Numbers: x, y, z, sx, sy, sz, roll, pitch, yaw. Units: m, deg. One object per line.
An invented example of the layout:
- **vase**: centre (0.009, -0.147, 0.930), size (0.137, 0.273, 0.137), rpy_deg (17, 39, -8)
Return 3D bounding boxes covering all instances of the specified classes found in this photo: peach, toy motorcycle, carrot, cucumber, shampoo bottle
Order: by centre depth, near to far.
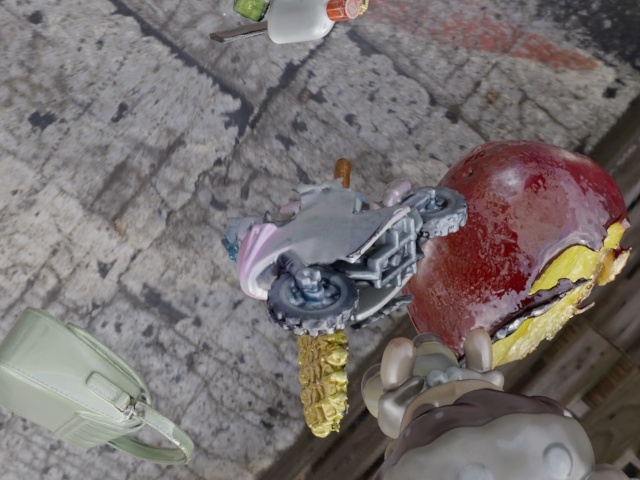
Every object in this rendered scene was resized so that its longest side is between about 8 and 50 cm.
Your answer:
- **toy motorcycle**: centre (-0.001, -0.006, 0.732), size (0.239, 0.204, 0.108), rpy_deg (-17, 115, -48)
- **peach**: centre (0.319, 0.044, 1.353), size (0.339, 0.353, 0.416), rpy_deg (8, 92, -51)
- **carrot**: centre (0.037, -0.104, 1.362), size (0.032, 0.093, 0.032), rpy_deg (0, 140, 0)
- **shampoo bottle**: centre (-0.017, -0.453, 1.587), size (0.051, 0.221, 0.108), rpy_deg (10, 88, -46)
- **cucumber**: centre (-0.141, -0.523, 1.692), size (0.078, 0.211, 0.062), rpy_deg (21, 90, -10)

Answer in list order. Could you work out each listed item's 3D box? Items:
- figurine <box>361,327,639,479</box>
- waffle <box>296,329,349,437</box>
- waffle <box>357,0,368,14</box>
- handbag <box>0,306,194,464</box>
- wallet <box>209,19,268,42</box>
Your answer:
- **figurine**: centre (0.145, 0.220, 0.840), size (0.248, 0.380, 0.203), rpy_deg (-8, 110, -12)
- **waffle**: centre (0.001, 0.284, 1.765), size (0.062, 0.329, 0.329), rpy_deg (0, 106, -17)
- **waffle**: centre (0.061, -0.563, 1.684), size (0.102, 0.042, 0.148), rpy_deg (15, 79, -28)
- **handbag**: centre (-0.236, 0.168, 0.827), size (0.219, 0.256, 0.079), rpy_deg (35, 62, -12)
- **wallet**: centre (-0.170, -0.478, 1.814), size (0.157, 0.082, 0.018), rpy_deg (-22, 124, -27)
